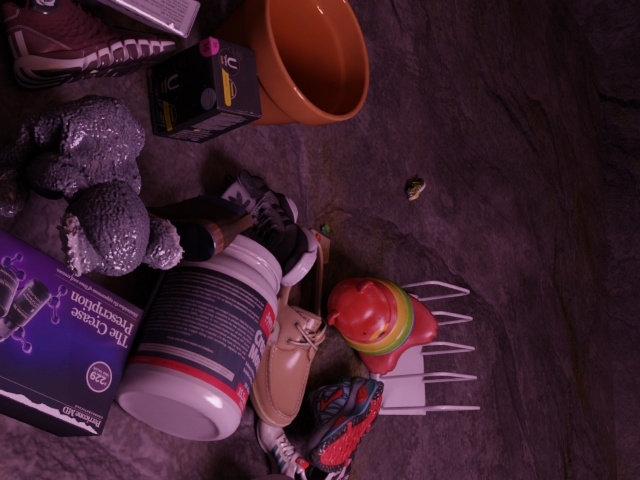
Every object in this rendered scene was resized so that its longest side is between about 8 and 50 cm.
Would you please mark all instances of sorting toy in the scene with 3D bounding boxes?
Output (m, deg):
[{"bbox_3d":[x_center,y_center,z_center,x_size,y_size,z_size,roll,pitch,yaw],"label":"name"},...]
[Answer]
[{"bbox_3d":[0.000,0.000,1.497,0.062,0.012,0.083,29,58,-44],"label":"sorting toy"}]

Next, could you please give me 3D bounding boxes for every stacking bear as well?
[{"bbox_3d":[0.098,0.144,1.389,0.164,0.175,0.289,54,7,22],"label":"stacking bear"}]

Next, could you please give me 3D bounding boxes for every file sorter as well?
[{"bbox_3d":[0.230,0.236,1.593,0.193,0.173,0.277,17,66,-49],"label":"file sorter"}]

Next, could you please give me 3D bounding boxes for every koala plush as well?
[{"bbox_3d":[-0.287,-0.048,0.931,0.196,0.203,0.221,4,49,-49],"label":"koala plush"}]

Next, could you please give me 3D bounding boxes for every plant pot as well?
[{"bbox_3d":[-0.073,-0.337,1.347,0.291,0.203,0.290,18,66,-48],"label":"plant pot"}]

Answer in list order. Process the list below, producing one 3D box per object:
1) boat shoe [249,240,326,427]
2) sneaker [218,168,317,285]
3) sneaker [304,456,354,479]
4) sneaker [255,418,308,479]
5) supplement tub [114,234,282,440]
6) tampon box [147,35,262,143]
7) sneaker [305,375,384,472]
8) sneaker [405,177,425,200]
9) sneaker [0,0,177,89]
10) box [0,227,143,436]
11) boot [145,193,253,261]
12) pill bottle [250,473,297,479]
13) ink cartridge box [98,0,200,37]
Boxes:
[{"bbox_3d":[-0.054,0.153,1.287,0.122,0.110,0.341,25,57,-43],"label":"boat shoe"},{"bbox_3d":[-0.103,-0.029,1.244,0.153,0.101,0.268,35,14,-28],"label":"sneaker"},{"bbox_3d":[0.022,0.429,1.353,0.178,0.072,0.077,-44,116,-47],"label":"sneaker"},{"bbox_3d":[-0.056,0.370,1.264,0.057,0.075,0.161,-20,96,-53],"label":"sneaker"},{"bbox_3d":[-0.175,0.139,1.085,0.191,0.191,0.272,46,47,-34],"label":"supplement tub"},{"bbox_3d":[-0.191,-0.242,1.199,0.101,0.161,0.120,2,78,-50],"label":"tampon box"},{"bbox_3d":[0.021,0.332,1.345,0.262,0.125,0.104,-31,131,-61],"label":"sneaker"},{"bbox_3d":[0.238,-0.136,1.827,0.035,0.031,0.083,57,42,-24],"label":"sneaker"},{"bbox_3d":[-0.343,-0.328,1.082,0.281,0.106,0.162,-29,99,-51],"label":"sneaker"},{"bbox_3d":[-0.374,0.117,0.913,0.261,0.103,0.184,39,54,-39],"label":"box"},{"bbox_3d":[-0.206,-0.022,1.077,0.106,0.219,0.082,-31,125,-50],"label":"boot"},{"bbox_3d":[-0.012,0.554,1.156,0.363,0.210,0.210,53,43,-29],"label":"pill bottle"},{"bbox_3d":[-0.342,-0.383,1.021,0.275,0.239,0.060,19,97,-43],"label":"ink cartridge box"}]
